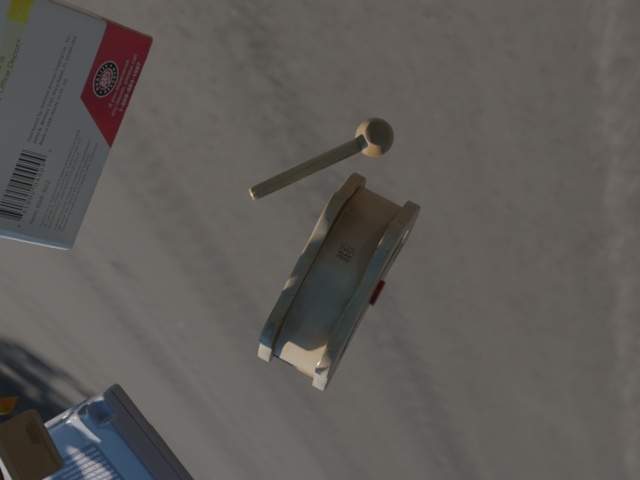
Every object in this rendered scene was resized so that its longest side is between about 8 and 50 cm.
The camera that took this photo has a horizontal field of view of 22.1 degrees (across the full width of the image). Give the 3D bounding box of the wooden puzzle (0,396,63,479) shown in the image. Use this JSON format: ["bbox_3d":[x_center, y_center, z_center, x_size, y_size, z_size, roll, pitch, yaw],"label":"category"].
[{"bbox_3d":[-0.290,0.204,1.604,0.078,0.014,0.116,-12,-105,-59],"label":"wooden puzzle"}]

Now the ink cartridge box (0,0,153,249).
[{"bbox_3d":[-0.411,-0.169,1.831,0.160,0.279,0.384,28,-173,36],"label":"ink cartridge box"}]

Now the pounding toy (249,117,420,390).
[{"bbox_3d":[0.000,0.000,1.638,0.154,0.270,0.154,27,-177,6],"label":"pounding toy"}]

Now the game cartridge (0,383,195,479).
[{"bbox_3d":[-0.249,0.283,1.816,0.294,0.060,0.196,-30,95,46],"label":"game cartridge"}]

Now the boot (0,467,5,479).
[{"bbox_3d":[-0.371,0.290,1.719,0.087,0.118,0.042,-19,159,27],"label":"boot"}]
